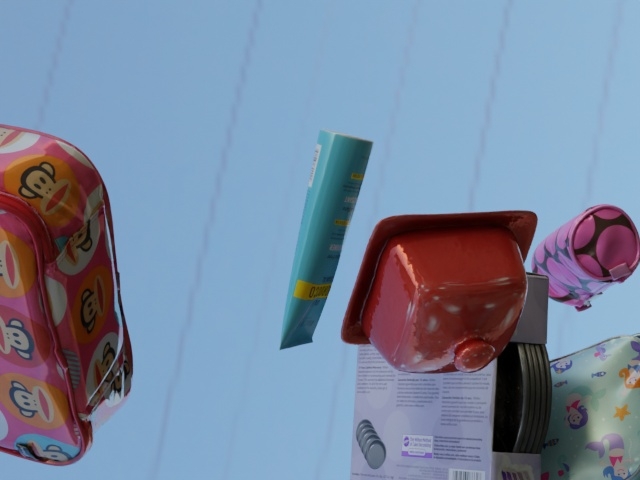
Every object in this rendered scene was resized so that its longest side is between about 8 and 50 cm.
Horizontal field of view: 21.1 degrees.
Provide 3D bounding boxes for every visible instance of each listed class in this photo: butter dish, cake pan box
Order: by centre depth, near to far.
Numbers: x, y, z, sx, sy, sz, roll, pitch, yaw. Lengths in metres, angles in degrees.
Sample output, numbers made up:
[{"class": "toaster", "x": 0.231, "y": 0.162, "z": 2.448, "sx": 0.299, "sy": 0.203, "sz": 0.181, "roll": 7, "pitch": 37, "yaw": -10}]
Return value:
[{"class": "butter dish", "x": 0.115, "y": 0.063, "z": 1.475, "sx": 0.160, "sy": 0.118, "sz": 0.160, "roll": -2, "pitch": -45, "yaw": -20}, {"class": "cake pan box", "x": 0.127, "y": 0.155, "z": 1.726, "sx": 0.070, "sy": 0.267, "sz": 0.245, "roll": 5, "pitch": -98, "yaw": -31}]

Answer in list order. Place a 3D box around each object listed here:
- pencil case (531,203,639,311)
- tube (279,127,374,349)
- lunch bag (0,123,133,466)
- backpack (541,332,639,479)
[{"class": "pencil case", "x": 0.309, "y": 0.022, "z": 1.983, "sx": 0.095, "sy": 0.209, "sz": 0.098, "roll": -14, "pitch": -99, "yaw": -5}, {"class": "tube", "x": 0.000, "y": 0.000, "z": 1.603, "sx": 0.080, "sy": 0.052, "sz": 0.207, "roll": -1, "pitch": -74, "yaw": -63}, {"class": "lunch bag", "x": -0.295, "y": 0.035, "z": 1.409, "sx": 0.120, "sy": 0.258, "sz": 0.293, "roll": -55, "pitch": -31, "yaw": -45}, {"class": "backpack", "x": 0.292, "y": 0.233, "z": 1.741, "sx": 0.191, "sy": 0.225, "sz": 0.253, "roll": 39, "pitch": -145, "yaw": -53}]
